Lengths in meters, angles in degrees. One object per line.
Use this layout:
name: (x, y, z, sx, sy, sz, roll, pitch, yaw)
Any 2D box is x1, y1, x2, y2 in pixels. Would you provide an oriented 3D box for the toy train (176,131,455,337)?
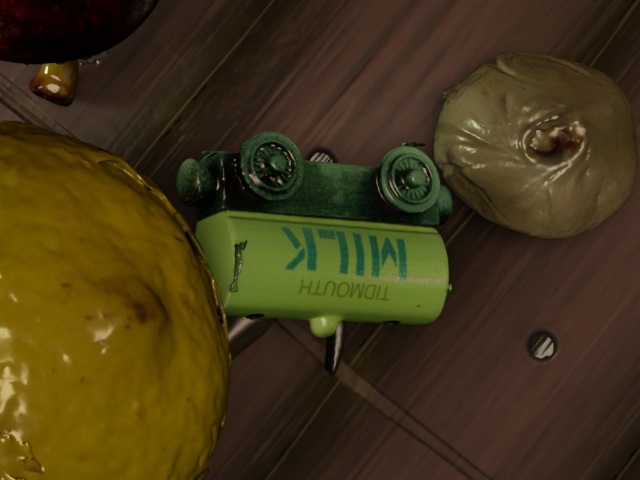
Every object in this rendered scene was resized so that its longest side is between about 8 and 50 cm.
toy train: (0.000, 0.000, 1.323, 0.253, 0.105, 0.157, 5, 76, -34)

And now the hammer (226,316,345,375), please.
hammer: (-0.163, 0.155, 1.373, 0.440, 0.044, 0.168, -42, 93, -5)

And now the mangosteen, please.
mangosteen: (-0.218, -0.220, 1.299, 0.235, 0.235, 0.261, -12, 134, -6)

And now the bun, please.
bun: (0.186, -0.082, 1.375, 0.173, 0.113, 0.167, -13, 89, -11)

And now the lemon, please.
lemon: (-0.248, 0.092, 1.192, 0.350, 0.387, 0.350, 22, 58, -40)
